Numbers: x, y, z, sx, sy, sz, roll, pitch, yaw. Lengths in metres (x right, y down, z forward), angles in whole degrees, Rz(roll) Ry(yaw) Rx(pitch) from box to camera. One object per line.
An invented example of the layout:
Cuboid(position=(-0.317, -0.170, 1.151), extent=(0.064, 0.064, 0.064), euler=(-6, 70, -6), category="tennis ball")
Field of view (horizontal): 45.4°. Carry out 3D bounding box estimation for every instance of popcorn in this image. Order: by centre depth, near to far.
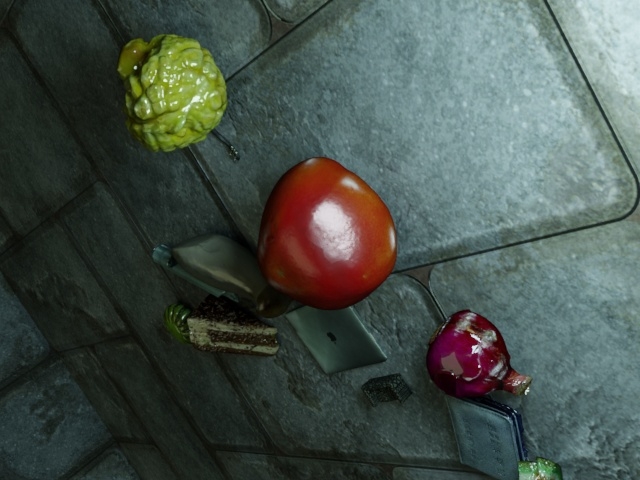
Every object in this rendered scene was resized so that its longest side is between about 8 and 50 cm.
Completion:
Cuboid(position=(-0.315, -0.301, 1.560), extent=(0.251, 0.206, 0.237), euler=(25, 139, 49), category="popcorn")

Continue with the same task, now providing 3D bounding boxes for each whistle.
Cuboid(position=(-0.331, 0.087, 2.037), extent=(0.312, 0.062, 0.062), euler=(24, 136, 35), category="whistle")

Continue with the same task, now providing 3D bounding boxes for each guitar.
Cuboid(position=(-0.259, -0.253, 1.686), extent=(0.233, 0.025, 0.088), euler=(43, 143, 15), category="guitar")

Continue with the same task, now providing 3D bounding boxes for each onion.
Cuboid(position=(0.280, 0.231, 1.385), extent=(0.198, 0.135, 0.173), euler=(36, 145, 21), category="onion")

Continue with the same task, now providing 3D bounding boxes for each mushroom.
Cuboid(position=(-0.216, 0.071, 1.835), extent=(0.350, 0.128, 0.128), euler=(31, 140, 26), category="mushroom")

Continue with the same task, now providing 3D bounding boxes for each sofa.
Cuboid(position=(0.147, 0.337, 1.716), extent=(0.060, 0.039, 0.118), euler=(56, 146, -5), category="sofa")

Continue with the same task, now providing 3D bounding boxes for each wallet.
Cuboid(position=(0.338, 0.401, 1.552), extent=(0.167, 0.036, 0.222), euler=(15, 131, 42), category="wallet")

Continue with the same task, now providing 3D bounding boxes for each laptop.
Cuboid(position=(0.031, 0.220, 1.771), extent=(0.187, 0.015, 0.269), euler=(56, 146, -4), category="laptop")

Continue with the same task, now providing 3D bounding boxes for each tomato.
Cuboid(position=(0.000, 0.000, 1.431), extent=(0.299, 0.226, 0.298), euler=(27, 134, 31), category="tomato")

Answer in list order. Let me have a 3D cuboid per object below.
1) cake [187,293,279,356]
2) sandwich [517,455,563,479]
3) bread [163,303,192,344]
Cuboid(position=(-0.238, 0.250, 2.008), extent=(0.246, 0.135, 0.112), euler=(26, 136, 33), category="cake")
Cuboid(position=(0.413, 0.526, 1.477), extent=(0.079, 0.159, 0.235), euler=(9, 144, 30), category="sandwich")
Cuboid(position=(-0.411, 0.251, 2.268), extent=(0.139, 0.071, 0.130), euler=(51, 141, 2), category="bread")
